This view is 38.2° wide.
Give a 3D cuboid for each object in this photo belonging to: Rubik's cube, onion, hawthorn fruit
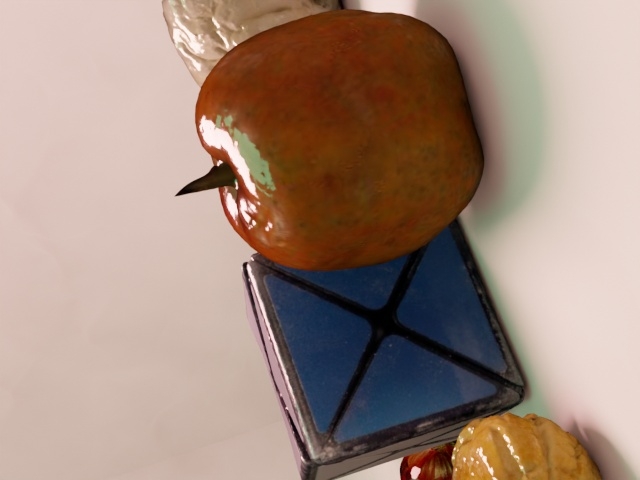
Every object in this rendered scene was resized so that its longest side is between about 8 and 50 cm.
[{"bbox_3d":[0.059,0.129,1.108,0.255,0.260,0.259,99,155,-69],"label":"Rubik's cube"},{"bbox_3d":[0.166,0.329,1.305,0.117,0.118,0.119,-148,42,-70],"label":"onion"},{"bbox_3d":[-0.001,-0.096,0.912,0.268,0.300,0.268,44,144,45],"label":"hawthorn fruit"}]

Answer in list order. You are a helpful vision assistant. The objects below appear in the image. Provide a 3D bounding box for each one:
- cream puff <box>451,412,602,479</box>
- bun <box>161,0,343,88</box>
[{"bbox_3d":[0.204,0.254,0.871,0.189,0.129,0.189,172,90,-79],"label":"cream puff"},{"bbox_3d":[-0.074,-0.313,1.255,0.281,0.204,0.282,32,-127,-53],"label":"bun"}]
